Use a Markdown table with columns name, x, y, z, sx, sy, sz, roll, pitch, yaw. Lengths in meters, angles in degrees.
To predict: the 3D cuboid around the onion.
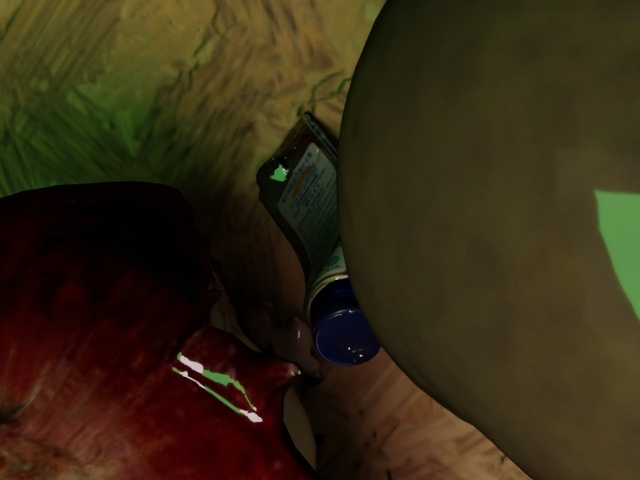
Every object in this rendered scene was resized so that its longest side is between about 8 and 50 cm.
| name | x | y | z | sx | sy | sz | roll | pitch | yaw |
| --- | --- | --- | --- | --- | --- | --- | --- | --- | --- |
| onion | -0.118 | 0.145 | 0.670 | 0.341 | 0.341 | 0.341 | 7 | 107 | 25 |

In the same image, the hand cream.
| name | x | y | z | sx | sy | sz | roll | pitch | yaw |
| --- | --- | --- | --- | --- | --- | --- | --- | --- | --- |
| hand cream | 0.000 | 0.000 | 0.680 | 0.039 | 0.163 | 0.062 | 15 | 121 | -23 |

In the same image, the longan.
| name | x | y | z | sx | sy | sz | roll | pitch | yaw |
| --- | --- | --- | --- | --- | --- | --- | --- | --- | --- |
| longan | 0.137 | -0.006 | 0.535 | 0.300 | 0.243 | 0.300 | 40 | 136 | 55 |
